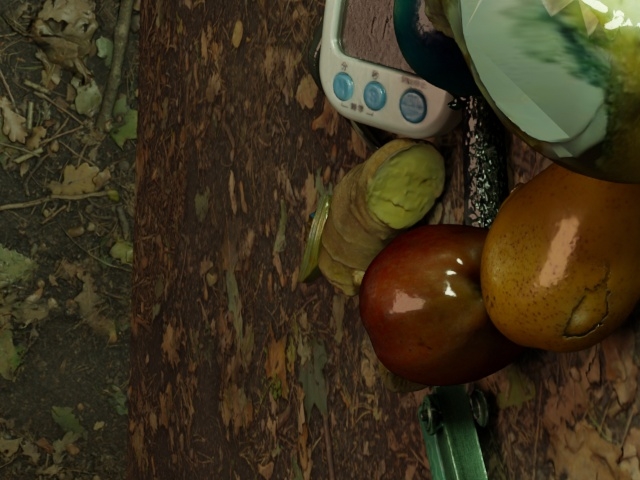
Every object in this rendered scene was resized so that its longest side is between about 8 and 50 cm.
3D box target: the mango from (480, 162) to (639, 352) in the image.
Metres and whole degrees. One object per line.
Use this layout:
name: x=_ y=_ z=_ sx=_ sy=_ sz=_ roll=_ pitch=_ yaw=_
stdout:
mango: x=0.290 y=0.009 z=1.587 sx=0.191 sy=0.159 sz=0.290 roll=-107 pitch=36 yaw=-50

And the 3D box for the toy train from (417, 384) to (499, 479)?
toy train: x=0.188 y=0.314 z=1.924 sx=0.159 sy=0.101 sz=0.248 roll=102 pitch=160 yaw=-61

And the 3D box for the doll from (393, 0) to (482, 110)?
doll: x=0.192 y=-0.319 z=1.747 sx=0.186 sy=0.198 sz=0.322 roll=-74 pitch=-12 yaw=-72

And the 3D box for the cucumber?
cucumber: x=0.218 y=-0.123 z=1.880 sx=0.067 sy=0.067 sz=0.245 roll=156 pitch=114 yaw=-66

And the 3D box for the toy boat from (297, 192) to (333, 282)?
toy boat: x=0.000 y=0.000 z=2.416 sx=0.066 sy=0.065 sz=0.172 roll=38 pitch=121 yaw=47

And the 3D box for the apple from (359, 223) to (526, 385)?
apple: x=0.163 y=0.081 z=1.796 sx=0.234 sy=0.234 sz=0.234 roll=180 pitch=90 yaw=-68

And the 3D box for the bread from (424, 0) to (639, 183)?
bread: x=0.247 y=-0.246 z=1.378 sx=0.395 sy=0.264 sz=0.239 roll=45 pitch=147 yaw=24

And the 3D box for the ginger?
ginger: x=0.086 y=-0.049 z=2.132 sx=0.354 sy=0.126 sz=0.190 roll=131 pitch=144 yaw=-55

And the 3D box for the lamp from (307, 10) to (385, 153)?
lamp: x=0.067 y=-0.266 z=2.181 sx=0.203 sy=0.124 sz=0.283 roll=50 pitch=139 yaw=44

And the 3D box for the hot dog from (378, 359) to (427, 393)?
hot dog: x=0.136 y=0.106 z=2.053 sx=0.073 sy=0.084 sz=0.243 roll=-132 pitch=45 yaw=-57

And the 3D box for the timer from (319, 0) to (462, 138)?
timer: x=0.116 y=-0.275 z=2.003 sx=0.262 sy=0.087 sz=0.237 roll=21 pitch=111 yaw=39
